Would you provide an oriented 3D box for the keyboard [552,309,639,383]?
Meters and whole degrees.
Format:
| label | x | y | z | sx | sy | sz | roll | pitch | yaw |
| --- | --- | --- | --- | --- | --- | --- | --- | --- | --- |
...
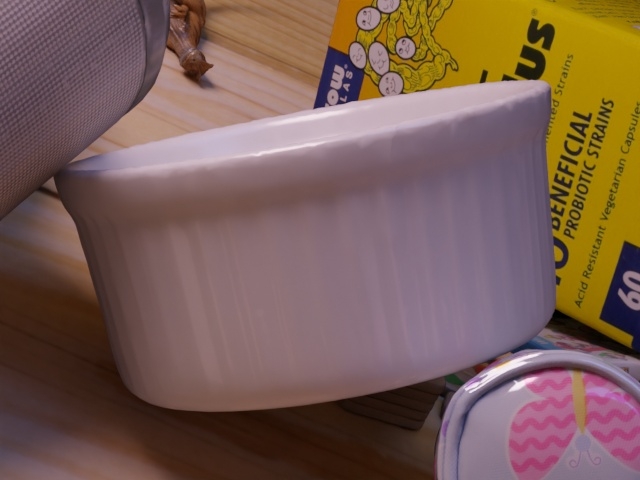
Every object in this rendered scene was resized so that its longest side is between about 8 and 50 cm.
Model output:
| label | x | y | z | sx | sy | sz | roll | pitch | yaw |
| --- | --- | --- | --- | --- | --- | --- | --- | --- | --- |
| keyboard | 0.213 | 0.048 | 1.357 | 0.100 | 0.038 | 0.192 | -15 | 45 | -23 |

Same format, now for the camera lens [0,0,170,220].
| label | x | y | z | sx | sy | sz | roll | pitch | yaw |
| --- | --- | --- | --- | --- | --- | --- | --- | --- | --- |
| camera lens | -0.228 | -0.097 | 0.878 | 0.219 | 0.219 | 0.274 | 35 | 55 | 14 |

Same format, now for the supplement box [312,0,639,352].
| label | x | y | z | sx | sy | sz | roll | pitch | yaw |
| --- | --- | --- | --- | --- | --- | --- | --- | --- | --- |
| supplement box | 0.186 | -0.077 | 1.264 | 0.195 | 0.194 | 0.357 | -3 | 24 | -45 |

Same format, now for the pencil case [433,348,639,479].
| label | x | y | z | sx | sy | sz | roll | pitch | yaw |
| --- | --- | --- | --- | --- | --- | --- | --- | --- | --- |
| pencil case | 0.119 | 0.121 | 0.911 | 0.124 | 0.113 | 0.273 | 43 | -2 | 9 |

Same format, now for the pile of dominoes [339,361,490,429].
| label | x | y | z | sx | sy | sz | roll | pitch | yaw |
| --- | --- | --- | --- | --- | --- | --- | --- | --- | --- |
| pile of dominoes | 0.038 | 0.034 | 1.191 | 0.196 | 0.040 | 0.251 | 18 | 28 | -19 |

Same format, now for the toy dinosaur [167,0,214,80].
| label | x | y | z | sx | sy | sz | roll | pitch | yaw |
| --- | --- | --- | --- | --- | --- | --- | --- | --- | --- |
| toy dinosaur | -0.116 | -0.196 | 1.459 | 0.112 | 0.064 | 0.211 | 38 | 31 | -20 |

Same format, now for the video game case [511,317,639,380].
| label | x | y | z | sx | sy | sz | roll | pitch | yaw |
| --- | --- | --- | --- | --- | --- | --- | --- | --- | --- |
| video game case | 0.205 | 0.073 | 1.190 | 0.166 | 0.015 | 0.119 | 2 | 12 | -26 |

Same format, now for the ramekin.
| label | x | y | z | sx | sy | sz | roll | pitch | yaw |
| --- | --- | --- | --- | --- | --- | --- | --- | --- | --- |
| ramekin | 0.000 | 0.000 | 0.978 | 0.277 | 0.135 | 0.277 | -9 | 7 | 1 |
